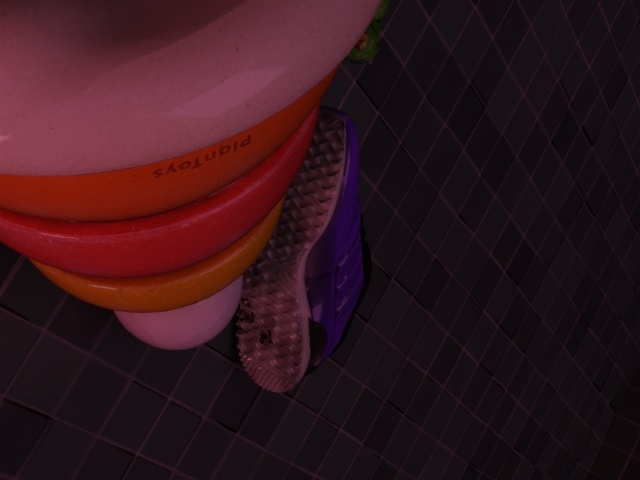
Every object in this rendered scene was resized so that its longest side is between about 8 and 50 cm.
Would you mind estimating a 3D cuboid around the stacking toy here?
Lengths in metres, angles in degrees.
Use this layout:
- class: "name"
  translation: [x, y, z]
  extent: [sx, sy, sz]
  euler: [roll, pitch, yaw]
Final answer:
- class: "stacking toy"
  translation: [-0.137, -0.060, 0.752]
  extent: [0.350, 0.351, 0.479]
  euler: [-45, 156, -28]

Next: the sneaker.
- class: "sneaker"
  translation: [-0.001, 0.000, 1.065]
  extent: [0.146, 0.102, 0.293]
  euler: [-18, 126, -51]

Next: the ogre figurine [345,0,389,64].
- class: "ogre figurine"
  translation: [0.003, -0.222, 0.957]
  extent: [0.197, 0.097, 0.118]
  euler: [-8, 96, -66]
